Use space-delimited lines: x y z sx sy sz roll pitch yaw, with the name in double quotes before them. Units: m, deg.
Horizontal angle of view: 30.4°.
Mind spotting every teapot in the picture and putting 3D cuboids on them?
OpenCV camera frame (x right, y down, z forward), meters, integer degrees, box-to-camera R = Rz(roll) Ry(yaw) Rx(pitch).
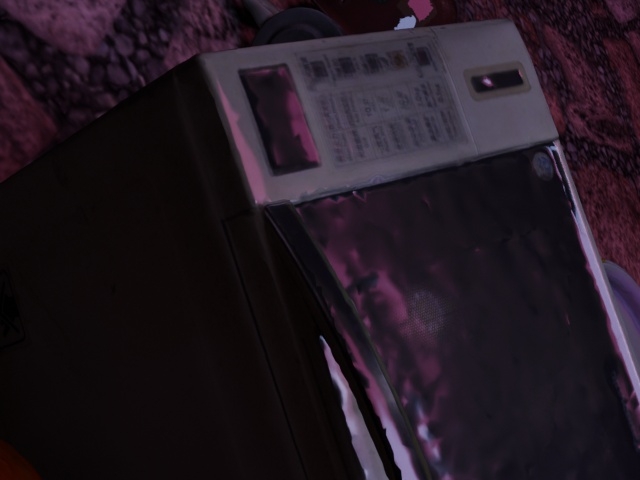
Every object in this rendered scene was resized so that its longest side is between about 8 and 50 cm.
"teapot" -0.010 -0.165 1.040 0.091 0.092 0.124 16 62 -69

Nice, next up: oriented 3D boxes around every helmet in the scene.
"helmet" 0.076 -0.212 1.124 0.155 0.106 0.175 51 8 13

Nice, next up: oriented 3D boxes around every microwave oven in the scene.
"microwave oven" 0.006 0.120 0.641 0.247 0.333 0.394 -14 84 -45

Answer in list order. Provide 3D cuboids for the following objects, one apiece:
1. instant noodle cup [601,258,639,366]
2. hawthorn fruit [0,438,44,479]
"instant noodle cup" 0.186 0.142 1.014 0.264 0.200 0.264 30 48 -40
"hawthorn fruit" -0.191 0.159 0.476 0.215 0.215 0.249 15 60 -50
